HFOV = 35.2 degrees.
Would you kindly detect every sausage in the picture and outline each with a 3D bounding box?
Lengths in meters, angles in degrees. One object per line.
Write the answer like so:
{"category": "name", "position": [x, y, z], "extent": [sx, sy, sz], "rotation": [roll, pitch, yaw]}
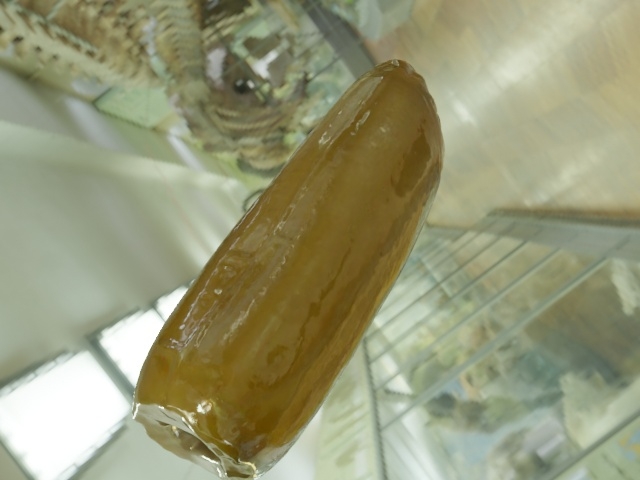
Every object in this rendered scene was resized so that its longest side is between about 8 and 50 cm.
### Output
{"category": "sausage", "position": [0.004, 0.001, 0.710], "extent": [0.116, 0.354, 0.134], "rotation": [15, 148, 32]}
